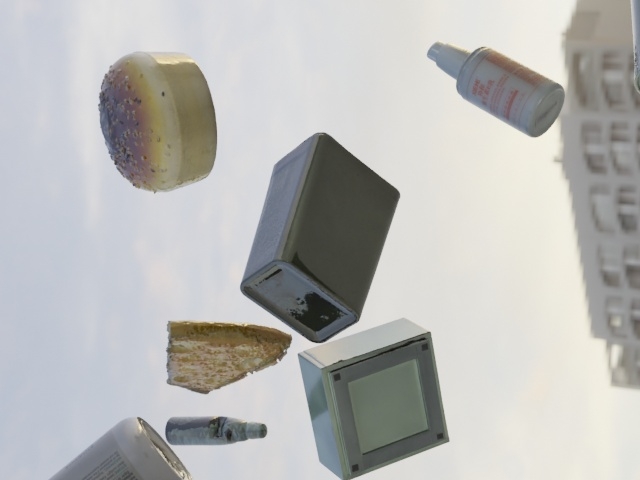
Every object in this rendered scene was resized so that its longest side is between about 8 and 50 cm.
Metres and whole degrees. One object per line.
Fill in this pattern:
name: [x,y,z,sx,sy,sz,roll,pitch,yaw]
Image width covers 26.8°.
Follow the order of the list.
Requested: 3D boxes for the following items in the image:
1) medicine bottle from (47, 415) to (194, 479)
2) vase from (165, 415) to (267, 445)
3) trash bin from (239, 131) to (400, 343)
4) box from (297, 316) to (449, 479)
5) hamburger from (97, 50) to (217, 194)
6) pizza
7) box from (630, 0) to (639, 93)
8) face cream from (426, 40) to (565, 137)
medicine bottle: [-0.263,0.321,1.590,0.215,0.135,0.135,-40,-33,-3]
vase: [-0.201,0.373,2.639,0.060,0.211,0.060,-5,-90,-67]
trash bin: [0.000,0.000,1.856,0.164,0.122,0.240,36,-135,-22]
box: [0.101,0.288,2.455,0.225,0.117,0.225,-17,-73,-20]
hamburger: [-0.146,-0.103,1.168,0.081,0.141,0.126,-11,-72,-22]
pizza: [-0.176,0.153,2.018,0.204,0.188,0.080,19,-129,-41]
box: [0.496,-0.268,1.643,0.226,0.226,0.149,35,-127,-64]
face cream: [0.281,-0.270,2.250,0.101,0.252,0.101,-38,-33,-30]
